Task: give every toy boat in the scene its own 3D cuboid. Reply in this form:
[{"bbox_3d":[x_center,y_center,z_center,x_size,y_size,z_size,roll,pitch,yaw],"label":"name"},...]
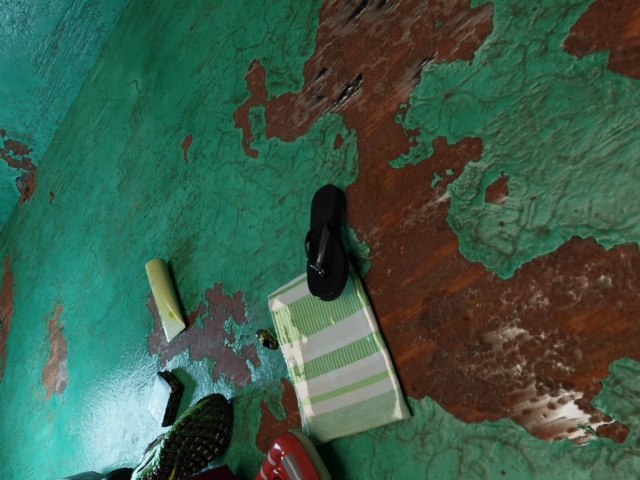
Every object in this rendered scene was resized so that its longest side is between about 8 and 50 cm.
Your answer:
[{"bbox_3d":[-0.086,0.473,0.784,0.151,0.151,0.231,50,132,36],"label":"toy boat"}]

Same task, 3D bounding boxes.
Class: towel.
[{"bbox_3d":[0.014,0.211,0.835,0.248,0.038,0.324,-34,62,32],"label":"towel"}]

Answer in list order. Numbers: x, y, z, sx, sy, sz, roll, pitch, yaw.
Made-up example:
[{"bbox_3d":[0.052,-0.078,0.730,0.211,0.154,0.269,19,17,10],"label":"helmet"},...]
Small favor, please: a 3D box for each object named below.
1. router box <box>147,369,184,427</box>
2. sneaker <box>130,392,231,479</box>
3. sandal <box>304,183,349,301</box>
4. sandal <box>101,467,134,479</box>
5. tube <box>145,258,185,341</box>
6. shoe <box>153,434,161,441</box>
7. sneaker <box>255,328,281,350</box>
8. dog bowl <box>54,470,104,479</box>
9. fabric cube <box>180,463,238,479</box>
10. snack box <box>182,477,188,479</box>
[{"bbox_3d":[-0.433,0.439,1.187,0.092,0.038,0.122,22,97,42],"label":"router box"},{"bbox_3d":[-0.352,0.494,1.023,0.343,0.134,0.146,-48,27,1],"label":"sneaker"},{"bbox_3d":[-0.001,0.000,0.834,0.097,0.055,0.254,-28,52,36],"label":"sandal"},{"bbox_3d":[-0.540,0.852,1.122,0.107,0.168,0.445,-15,72,43],"label":"sandal"},{"bbox_3d":[-0.451,0.166,1.240,0.070,0.062,0.240,103,145,-62],"label":"tube"},{"bbox_3d":[-0.452,0.636,1.166,0.077,0.058,0.218,24,95,61],"label":"shoe"},{"bbox_3d":[-0.121,0.220,0.952,0.083,0.035,0.031,18,94,42],"label":"sneaker"},{"bbox_3d":[-0.784,0.895,1.291,0.349,0.102,0.348,-12,58,21],"label":"dog bowl"},{"bbox_3d":[-0.246,0.645,0.803,0.258,0.254,0.259,35,98,30],"label":"fabric cube"},{"bbox_3d":[-0.328,0.755,1.025,0.187,0.060,0.321,-17,72,36],"label":"snack box"}]
